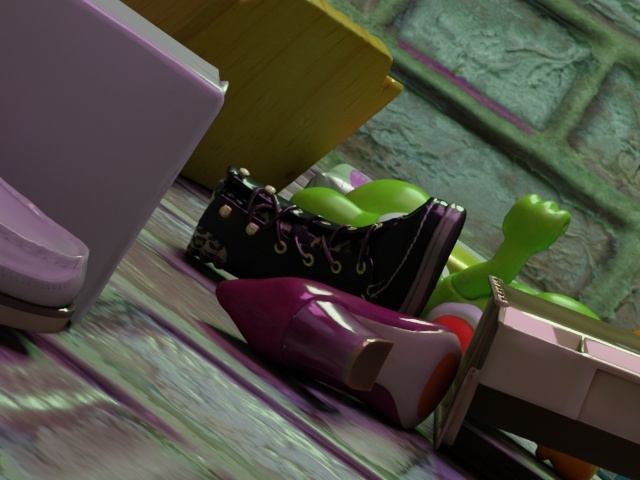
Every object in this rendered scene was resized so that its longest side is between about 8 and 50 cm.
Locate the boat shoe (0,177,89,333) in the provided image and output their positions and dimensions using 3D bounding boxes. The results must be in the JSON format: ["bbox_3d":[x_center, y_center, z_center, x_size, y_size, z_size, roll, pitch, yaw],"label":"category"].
[{"bbox_3d":[-0.225,-0.071,0.874,0.302,0.103,0.113,34,5,-7],"label":"boat shoe"}]

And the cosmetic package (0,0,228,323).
[{"bbox_3d":[-0.247,-0.132,1.056,0.385,0.156,0.217,35,5,-6],"label":"cosmetic package"}]

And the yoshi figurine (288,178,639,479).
[{"bbox_3d":[0.135,0.051,1.737,0.362,0.203,0.203,33,-11,6],"label":"yoshi figurine"}]

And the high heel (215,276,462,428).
[{"bbox_3d":[0.018,0.073,1.353,0.117,0.082,0.244,29,7,24],"label":"high heel"}]

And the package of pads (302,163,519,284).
[{"bbox_3d":[0.105,0.032,2.137,0.296,0.101,0.229,35,6,2],"label":"package of pads"}]

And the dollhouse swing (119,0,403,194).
[{"bbox_3d":[-0.157,-0.237,2.032,0.347,0.315,0.305,27,29,-56],"label":"dollhouse swing"}]

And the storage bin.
[{"bbox_3d":[0.232,0.138,1.476,0.262,0.123,0.260,22,5,2],"label":"storage bin"}]

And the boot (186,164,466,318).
[{"bbox_3d":[-0.001,0.002,1.443,0.178,0.085,0.236,31,-27,-2],"label":"boot"}]

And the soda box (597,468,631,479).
[{"bbox_3d":[0.369,0.261,1.847,0.071,0.067,0.210,30,7,-45],"label":"soda box"}]
